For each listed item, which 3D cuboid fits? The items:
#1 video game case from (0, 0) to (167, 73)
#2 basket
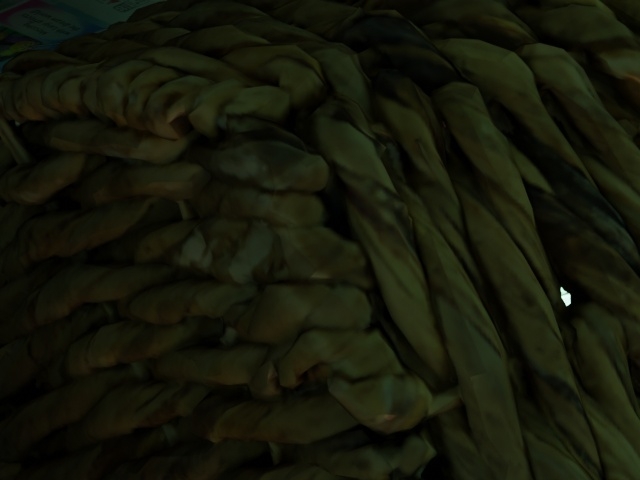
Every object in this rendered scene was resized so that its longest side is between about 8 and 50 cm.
[{"bbox_3d":[-0.090,-0.067,0.545,0.143,0.019,0.157,-20,166,20],"label":"video game case"},{"bbox_3d":[0.031,0.023,0.531,0.223,0.213,0.299,-25,180,-28],"label":"basket"}]
